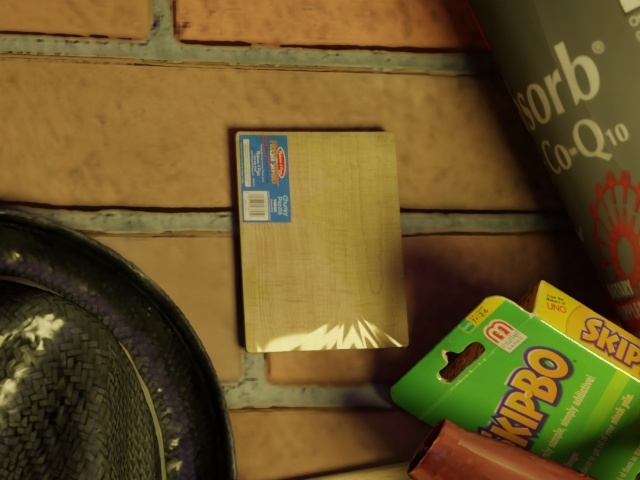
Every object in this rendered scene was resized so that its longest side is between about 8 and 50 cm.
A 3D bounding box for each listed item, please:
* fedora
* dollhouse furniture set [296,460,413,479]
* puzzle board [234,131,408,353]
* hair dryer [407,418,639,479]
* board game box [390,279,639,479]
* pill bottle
[{"bbox_3d":[-0.177,0.135,0.808,0.334,0.152,0.334,3,80,-16],"label":"fedora"},{"bbox_3d":[0.044,0.191,0.863,0.123,0.151,0.144,-7,84,-18],"label":"dollhouse furniture set"},{"bbox_3d":[0.000,0.000,0.958,0.096,0.011,0.128,-1,80,-15],"label":"puzzle board"},{"bbox_3d":[0.192,0.123,0.867,0.293,0.080,0.223,-4,99,8],"label":"hair dryer"},{"bbox_3d":[0.175,0.115,0.929,0.259,0.124,0.039,29,48,-11],"label":"board game box"},{"bbox_3d":[0.198,-0.134,0.934,0.210,0.210,0.363,-24,87,-19],"label":"pill bottle"}]
